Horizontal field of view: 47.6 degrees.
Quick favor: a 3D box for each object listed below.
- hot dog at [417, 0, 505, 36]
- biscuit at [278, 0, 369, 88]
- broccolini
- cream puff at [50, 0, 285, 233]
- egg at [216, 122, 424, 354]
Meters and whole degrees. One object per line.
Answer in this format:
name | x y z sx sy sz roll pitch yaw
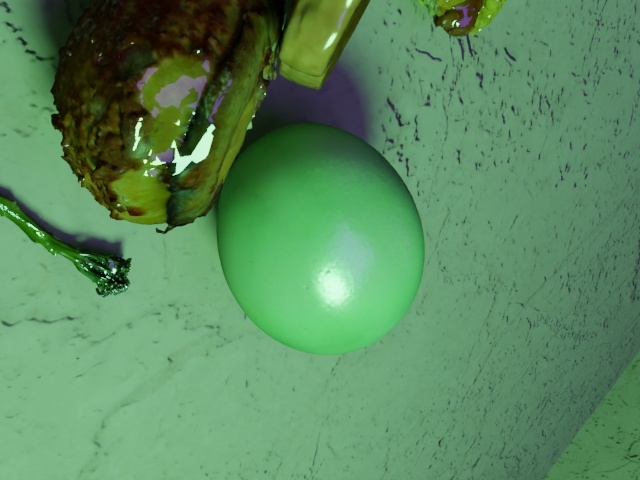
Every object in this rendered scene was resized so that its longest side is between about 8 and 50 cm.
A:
hot dog | 0.186 -0.336 0.818 0.146 0.103 0.213 0 116 -44
biscuit | 0.062 -0.301 0.589 0.385 0.062 0.365 -60 -175 14
broccolini | -0.260 -0.001 0.682 0.218 0.042 0.044 39 61 -46
cream puff | -0.124 -0.126 0.597 0.164 0.240 0.240 23 103 -12
egg | 0.000 0.000 0.788 0.220 0.220 0.269 -34 127 -22
